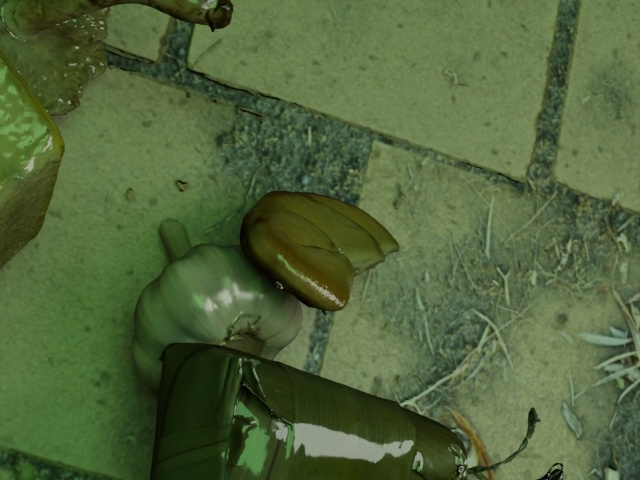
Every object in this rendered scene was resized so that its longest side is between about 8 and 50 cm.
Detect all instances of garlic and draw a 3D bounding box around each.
[{"bbox_3d":[-0.145,0.056,1.563,0.199,0.199,0.226,-19,51,-22],"label":"garlic"}]

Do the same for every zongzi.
[{"bbox_3d":[0.007,0.330,1.459,0.447,0.181,0.418,19,81,-21],"label":"zongzi"}]

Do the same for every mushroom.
[{"bbox_3d":[-0.275,-0.284,1.546,0.233,0.302,0.208,47,20,-34],"label":"mushroom"}]

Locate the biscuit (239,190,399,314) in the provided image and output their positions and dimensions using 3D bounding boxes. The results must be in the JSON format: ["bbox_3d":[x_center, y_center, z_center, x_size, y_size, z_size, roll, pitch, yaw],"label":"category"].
[{"bbox_3d":[-0.003,-0.003,1.579,0.154,0.299,0.045,39,110,4],"label":"biscuit"}]

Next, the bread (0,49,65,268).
[{"bbox_3d":[-0.408,-0.128,1.420,0.143,0.333,0.323,-37,86,-22],"label":"bread"}]
